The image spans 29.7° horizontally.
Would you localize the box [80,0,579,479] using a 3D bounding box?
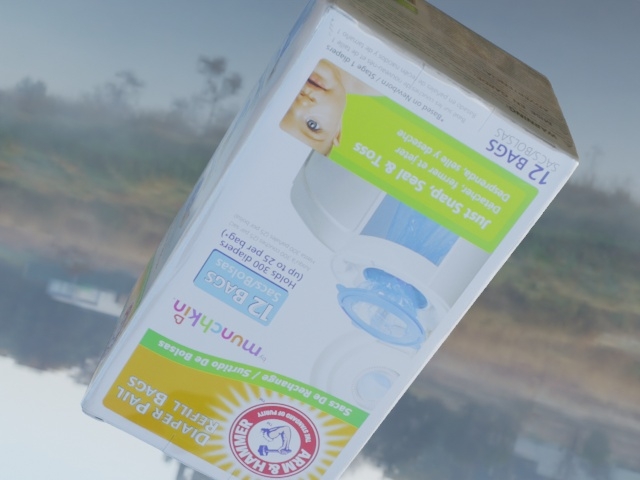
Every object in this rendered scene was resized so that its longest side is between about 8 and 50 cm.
[{"bbox_3d":[0.000,0.000,0.512,0.114,0.203,0.103,30,-157,-10],"label":"box"}]
